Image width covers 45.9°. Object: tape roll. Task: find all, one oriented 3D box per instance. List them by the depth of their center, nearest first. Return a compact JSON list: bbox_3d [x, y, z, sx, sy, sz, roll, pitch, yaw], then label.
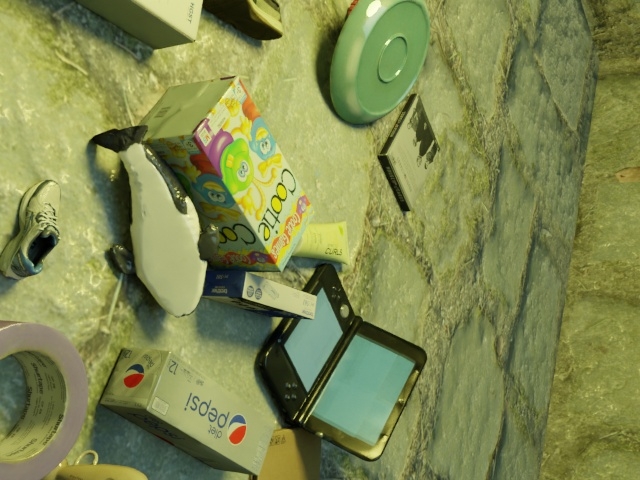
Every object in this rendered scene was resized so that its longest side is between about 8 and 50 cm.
[{"bbox_3d":[-0.370,0.187,0.878,0.189,0.080,0.188,4,85,-57],"label":"tape roll"}]

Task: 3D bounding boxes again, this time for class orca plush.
[{"bbox_3d":[-0.245,-0.032,1.101,0.151,0.102,0.287,-31,112,-3],"label":"orca plush"}]

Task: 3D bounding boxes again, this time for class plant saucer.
[{"bbox_3d":[0.138,-0.384,1.575,0.318,0.044,0.317,-36,142,-34],"label":"plant saucer"}]

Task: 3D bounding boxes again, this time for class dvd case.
[{"bbox_3d":[0.219,-0.215,1.831,0.238,0.030,0.179,-61,137,-37],"label":"dvd case"}]

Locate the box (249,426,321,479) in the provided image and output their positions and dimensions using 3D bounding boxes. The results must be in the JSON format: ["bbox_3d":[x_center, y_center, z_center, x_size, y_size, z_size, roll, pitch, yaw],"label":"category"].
[{"bbox_3d":[-0.063,0.430,1.395,0.201,0.021,0.164,11,80,-57],"label":"box"}]

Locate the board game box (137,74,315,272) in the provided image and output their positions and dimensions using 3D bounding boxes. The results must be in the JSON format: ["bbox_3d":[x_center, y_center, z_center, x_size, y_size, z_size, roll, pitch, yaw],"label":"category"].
[{"bbox_3d":[-0.146,-0.094,1.168,0.275,0.142,0.144,60,43,-37],"label":"board game box"}]

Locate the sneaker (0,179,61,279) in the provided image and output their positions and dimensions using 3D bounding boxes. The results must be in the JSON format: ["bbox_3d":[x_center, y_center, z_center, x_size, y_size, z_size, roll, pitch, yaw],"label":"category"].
[{"bbox_3d":[-0.345,-0.013,0.939,0.052,0.058,0.135,37,59,-51],"label":"sneaker"}]

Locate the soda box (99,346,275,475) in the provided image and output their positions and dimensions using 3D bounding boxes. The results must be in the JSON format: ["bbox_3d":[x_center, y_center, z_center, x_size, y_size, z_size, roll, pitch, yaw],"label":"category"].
[{"bbox_3d":[-0.190,0.262,1.135,0.286,0.098,0.091,49,49,-45],"label":"soda box"}]

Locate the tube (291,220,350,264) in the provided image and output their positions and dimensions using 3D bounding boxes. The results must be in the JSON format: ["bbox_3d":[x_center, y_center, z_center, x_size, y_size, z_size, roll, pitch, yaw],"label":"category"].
[{"bbox_3d":[0.000,0.000,1.470,0.070,0.062,0.240,-58,155,14],"label":"tube"}]

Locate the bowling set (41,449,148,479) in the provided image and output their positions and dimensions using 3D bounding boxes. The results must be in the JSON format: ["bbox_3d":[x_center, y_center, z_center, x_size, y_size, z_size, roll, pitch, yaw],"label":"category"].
[{"bbox_3d":[-0.298,0.430,0.960,0.200,0.154,0.286,69,33,-59],"label":"bowling set"}]

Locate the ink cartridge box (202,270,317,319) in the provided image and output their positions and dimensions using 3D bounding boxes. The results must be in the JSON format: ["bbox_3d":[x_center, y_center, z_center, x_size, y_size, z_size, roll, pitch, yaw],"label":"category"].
[{"bbox_3d":[-0.102,0.094,1.272,0.207,0.097,0.046,24,69,-54],"label":"ink cartridge box"}]

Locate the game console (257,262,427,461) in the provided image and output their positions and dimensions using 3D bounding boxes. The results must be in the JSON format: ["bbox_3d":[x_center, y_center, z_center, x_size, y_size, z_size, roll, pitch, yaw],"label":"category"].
[{"bbox_3d":[0.052,0.221,1.438,0.293,0.173,0.250,-55,133,-42],"label":"game console"}]

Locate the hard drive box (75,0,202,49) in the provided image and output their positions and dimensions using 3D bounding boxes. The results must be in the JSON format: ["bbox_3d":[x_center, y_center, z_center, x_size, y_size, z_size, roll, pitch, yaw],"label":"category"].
[{"bbox_3d":[-0.265,-0.398,1.040,0.232,0.089,0.181,24,70,-54],"label":"hard drive box"}]

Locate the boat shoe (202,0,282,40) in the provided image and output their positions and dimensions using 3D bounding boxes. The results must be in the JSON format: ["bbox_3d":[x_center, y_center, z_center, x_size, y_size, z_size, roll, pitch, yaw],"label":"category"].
[{"bbox_3d":[-0.134,-0.406,1.258,0.224,0.080,0.073,22,66,-60],"label":"boat shoe"}]

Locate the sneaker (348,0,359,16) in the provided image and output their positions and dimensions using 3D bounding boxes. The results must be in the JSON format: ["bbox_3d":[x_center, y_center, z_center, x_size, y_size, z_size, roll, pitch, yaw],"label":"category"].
[{"bbox_3d":[0.162,-0.507,1.667,0.299,0.121,0.112,-49,131,-46],"label":"sneaker"}]
